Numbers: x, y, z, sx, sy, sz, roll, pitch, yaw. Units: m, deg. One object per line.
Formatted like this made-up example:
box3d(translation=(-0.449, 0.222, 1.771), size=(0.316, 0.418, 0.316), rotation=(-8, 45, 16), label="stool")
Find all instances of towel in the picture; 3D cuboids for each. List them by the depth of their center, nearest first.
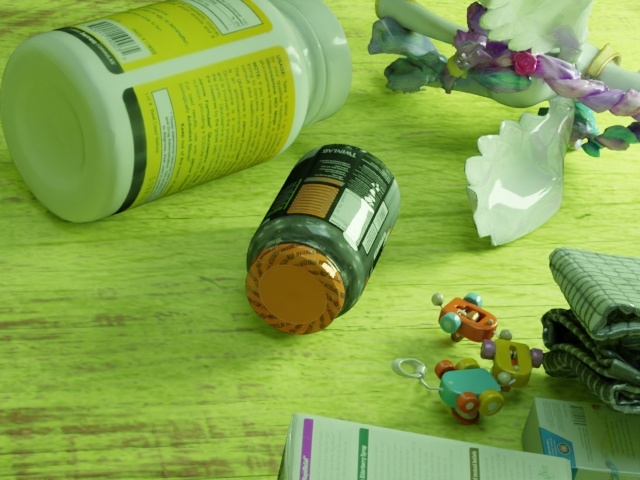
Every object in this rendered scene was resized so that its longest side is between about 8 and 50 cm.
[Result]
box3d(translation=(0.349, 0.103, 1.751), size=(0.284, 0.121, 0.235), rotation=(8, 11, -9), label="towel")

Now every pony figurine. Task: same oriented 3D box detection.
box3d(translation=(0.226, -0.180, 2.067), size=(0.351, 0.302, 0.363), rotation=(-10, 26, -41), label="pony figurine")

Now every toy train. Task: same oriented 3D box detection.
box3d(translation=(0.133, 0.114, 1.793), size=(0.125, 0.046, 0.166), rotation=(24, 34, 17), label="toy train")

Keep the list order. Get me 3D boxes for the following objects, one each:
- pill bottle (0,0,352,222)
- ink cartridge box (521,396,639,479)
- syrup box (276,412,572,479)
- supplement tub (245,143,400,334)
box3d(translation=(-0.135, -0.148, 1.937), size=(0.334, 0.188, 0.188), rotation=(-21, 48, -38), label="pill bottle")
box3d(translation=(0.247, 0.191, 1.715), size=(0.122, 0.052, 0.088), rotation=(7, 37, -7), label="ink cartridge box")
box3d(translation=(0.080, 0.221, 1.586), size=(0.237, 0.093, 0.096), rotation=(10, 36, -3), label="syrup box")
box3d(translation=(0.000, 0.000, 1.840), size=(0.117, 0.117, 0.190), rotation=(19, 37, 7), label="supplement tub")
